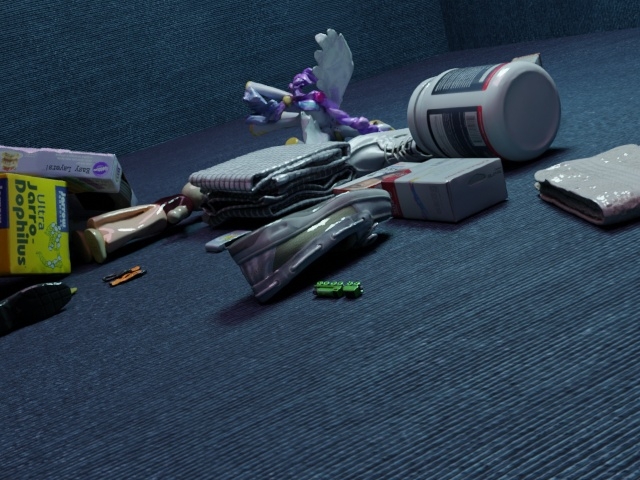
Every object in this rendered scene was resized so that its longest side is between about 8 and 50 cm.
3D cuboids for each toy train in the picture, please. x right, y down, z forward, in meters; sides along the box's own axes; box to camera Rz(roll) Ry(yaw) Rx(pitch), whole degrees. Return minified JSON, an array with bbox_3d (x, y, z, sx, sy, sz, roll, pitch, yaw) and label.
[{"bbox_3d":[0.022,0.068,1.181,0.083,0.017,0.023,-2,30,41],"label":"toy train"}]

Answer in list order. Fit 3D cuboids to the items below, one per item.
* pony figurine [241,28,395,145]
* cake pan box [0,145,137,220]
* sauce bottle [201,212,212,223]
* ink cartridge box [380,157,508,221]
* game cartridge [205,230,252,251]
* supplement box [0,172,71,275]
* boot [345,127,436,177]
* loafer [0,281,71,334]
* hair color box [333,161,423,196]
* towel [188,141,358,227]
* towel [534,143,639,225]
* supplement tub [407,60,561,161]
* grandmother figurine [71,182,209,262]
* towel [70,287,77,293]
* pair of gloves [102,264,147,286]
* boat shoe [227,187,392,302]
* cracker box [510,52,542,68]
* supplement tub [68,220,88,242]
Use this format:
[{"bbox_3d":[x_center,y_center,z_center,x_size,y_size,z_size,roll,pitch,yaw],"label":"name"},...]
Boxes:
[{"bbox_3d":[-0.010,-0.309,2.093,0.363,0.303,0.351,9,-14,31],"label":"pony figurine"},{"bbox_3d":[-0.541,-0.116,1.864,0.266,0.070,0.246,4,-19,0],"label":"cake pan box"},{"bbox_3d":[-0.206,-0.070,1.875,0.042,0.042,0.128,-3,19,38],"label":"sauce bottle"},{"bbox_3d":[0.208,-0.087,1.455,0.127,0.072,0.175,-23,17,-29],"label":"ink cartridge box"},{"bbox_3d":[-0.176,0.000,1.637,0.083,0.017,0.056,-26,14,-36],"label":"game cartridge"},{"bbox_3d":[-0.706,-0.019,1.721,0.356,0.194,0.195,-4,-2,19],"label":"supplement box"},{"bbox_3d":[0.167,-0.203,1.875,0.258,0.095,0.123,-21,9,-23],"label":"boot"},{"bbox_3d":[-0.513,0.114,1.473,0.170,0.062,0.061,-21,11,-25],"label":"loafer"},{"bbox_3d":[0.120,-0.101,1.636,0.167,0.053,0.093,-24,18,-27],"label":"hair color box"},{"bbox_3d":[-0.095,-0.118,1.798,0.283,0.121,0.235,-26,19,-40],"label":"towel"},{"bbox_3d":[0.444,-0.090,1.279,0.187,0.049,0.282,-17,15,-4],"label":"towel"},{"bbox_3d":[0.322,-0.253,1.720,0.191,0.191,0.272,-23,17,-29],"label":"supplement tub"},{"bbox_3d":[-0.353,-0.056,1.861,0.342,0.104,0.207,-29,25,-36],"label":"grandmother figurine"},{"bbox_3d":[-0.485,0.107,1.562,0.060,0.009,0.083,-10,16,18],"label":"towel"},{"bbox_3d":[-0.365,0.064,1.600,0.074,0.010,0.083,-22,15,-24],"label":"pair of gloves"},{"bbox_3d":[0.001,0.000,1.333,0.320,0.103,0.118,-22,-4,-45],"label":"boat shoe"},{"bbox_3d":[0.457,-0.315,1.882,0.067,0.156,0.232,-10,16,20],"label":"cracker box"},{"bbox_3d":[-0.560,-0.080,2.064,0.199,0.144,0.144,-19,15,-16],"label":"supplement tub"}]
